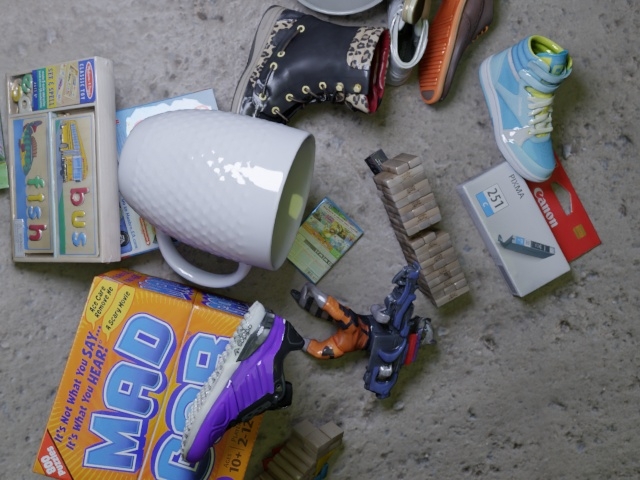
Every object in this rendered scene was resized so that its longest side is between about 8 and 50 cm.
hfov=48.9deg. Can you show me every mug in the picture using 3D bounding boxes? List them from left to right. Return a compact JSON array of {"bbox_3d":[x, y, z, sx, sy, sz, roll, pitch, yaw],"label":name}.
[{"bbox_3d":[-0.214,-0.074,1.388,0.328,0.276,0.374,16,119,8],"label":"mug"}]

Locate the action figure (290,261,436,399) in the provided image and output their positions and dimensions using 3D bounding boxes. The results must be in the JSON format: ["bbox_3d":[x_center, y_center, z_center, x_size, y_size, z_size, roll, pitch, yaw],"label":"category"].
[{"bbox_3d":[0.104,0.161,1.551,0.330,0.178,0.341,13,114,-12],"label":"action figure"}]

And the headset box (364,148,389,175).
[{"bbox_3d":[0.136,-0.170,1.591,0.032,0.083,0.062,-37,96,-6],"label":"headset box"}]

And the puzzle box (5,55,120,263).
[{"bbox_3d":[-0.533,-0.155,1.451,0.272,0.052,0.409,-1,91,28],"label":"puzzle box"}]

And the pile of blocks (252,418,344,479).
[{"bbox_3d":[-0.092,0.547,1.575,0.113,0.149,0.362,31,74,36],"label":"pile of blocks"}]

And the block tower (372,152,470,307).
[{"bbox_3d":[0.221,-0.022,1.561,0.091,0.097,0.335,-27,108,-9],"label":"block tower"}]

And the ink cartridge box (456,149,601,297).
[{"bbox_3d":[0.501,-0.058,1.648,0.261,0.066,0.296,-29,94,-5],"label":"ink cartridge box"}]

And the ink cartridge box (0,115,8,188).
[{"bbox_3d":[-0.727,-0.209,1.474,0.109,0.062,0.209,-10,79,-7],"label":"ink cartridge box"}]

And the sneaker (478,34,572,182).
[{"bbox_3d":[0.478,-0.299,1.544,0.127,0.208,0.319,-17,83,-30],"label":"sneaker"}]

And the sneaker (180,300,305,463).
[{"bbox_3d":[-0.123,0.264,1.199,0.146,0.102,0.293,30,86,-9],"label":"sneaker"}]

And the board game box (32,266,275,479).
[{"bbox_3d":[-0.300,0.278,1.404,0.356,0.356,0.356,17,88,-8],"label":"board game box"}]

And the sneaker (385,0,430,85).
[{"bbox_3d":[0.202,-0.503,1.555,0.108,0.169,0.292,7,88,-5],"label":"sneaker"}]

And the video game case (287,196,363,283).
[{"bbox_3d":[0.000,0.000,1.611,0.119,0.015,0.166,43,86,-5],"label":"video game case"}]

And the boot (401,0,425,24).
[{"bbox_3d":[0.139,-0.538,1.458,0.165,0.077,0.213,8,63,8],"label":"boot"}]

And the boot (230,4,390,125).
[{"bbox_3d":[-0.023,-0.307,1.497,0.284,0.138,0.377,13,82,21],"label":"boot"}]

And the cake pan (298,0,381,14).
[{"bbox_3d":[0.050,-0.631,1.561,0.293,0.054,0.293,-1,84,6],"label":"cake pan"}]

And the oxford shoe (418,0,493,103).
[{"bbox_3d":[0.324,-0.478,1.595,0.133,0.130,0.363,13,97,-24],"label":"oxford shoe"}]

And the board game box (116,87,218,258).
[{"bbox_3d":[-0.340,-0.142,1.532,0.302,0.086,0.308,-15,92,-7],"label":"board game box"}]
